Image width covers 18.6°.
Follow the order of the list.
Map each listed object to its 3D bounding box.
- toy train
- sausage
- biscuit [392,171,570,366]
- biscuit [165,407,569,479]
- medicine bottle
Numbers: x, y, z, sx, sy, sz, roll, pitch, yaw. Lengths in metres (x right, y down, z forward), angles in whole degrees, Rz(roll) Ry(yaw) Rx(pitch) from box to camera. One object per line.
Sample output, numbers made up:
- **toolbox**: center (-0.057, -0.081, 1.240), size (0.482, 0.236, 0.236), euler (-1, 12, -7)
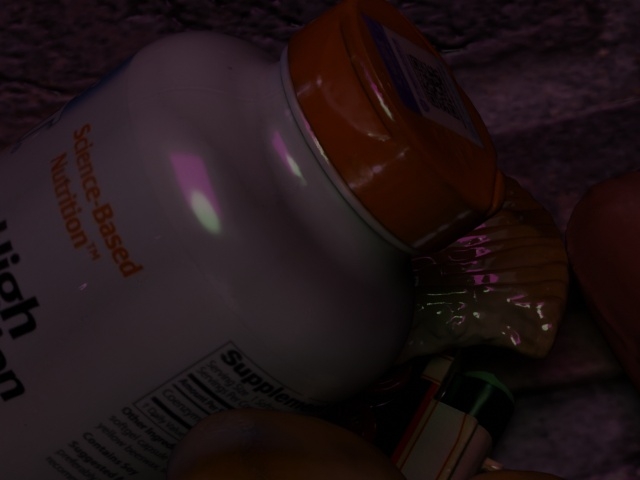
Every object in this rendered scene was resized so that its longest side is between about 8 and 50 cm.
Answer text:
- **toy train**: center (0.033, 0.100, 0.833), size (0.087, 0.050, 0.138), euler (21, 59, 16)
- **sausage**: center (0.168, 0.047, 0.838), size (0.077, 0.077, 0.194), euler (-23, 55, -9)
- **biscuit**: center (0.000, -0.001, 0.885), size (0.229, 0.031, 0.176), euler (0, 33, 11)
- **biscuit**: center (0.069, 0.193, 0.674), size (0.062, 0.237, 0.290), euler (-43, 46, 32)
- **medicine bottle**: center (-0.071, 0.021, 0.768), size (0.289, 0.157, 0.157), euler (-34, 51, 21)
